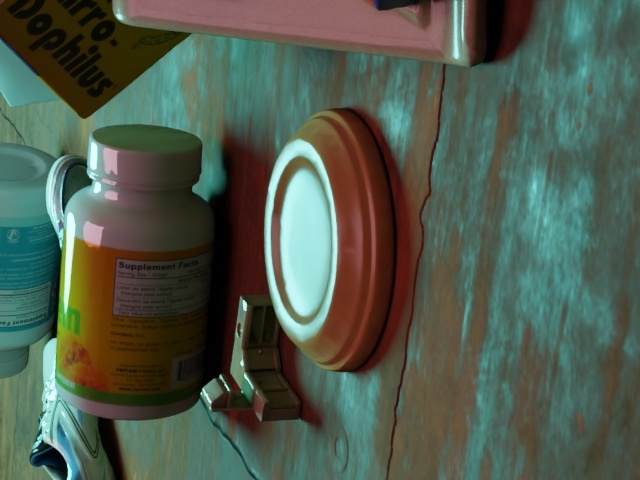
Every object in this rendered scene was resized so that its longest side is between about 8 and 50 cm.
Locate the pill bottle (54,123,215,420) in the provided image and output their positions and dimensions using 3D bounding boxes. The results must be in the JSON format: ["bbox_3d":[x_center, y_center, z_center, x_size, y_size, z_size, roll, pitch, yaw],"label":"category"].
[{"bbox_3d":[-0.166,0.026,1.716,0.136,0.136,0.245,-139,52,-62],"label":"pill bottle"}]

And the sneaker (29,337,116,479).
[{"bbox_3d":[-0.282,0.201,2.091,0.085,0.086,0.237,109,152,-44],"label":"sneaker"}]

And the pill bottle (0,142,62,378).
[{"bbox_3d":[-0.379,0.028,2.243,0.146,0.146,0.264,-125,40,-55],"label":"pill bottle"}]

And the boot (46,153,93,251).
[{"bbox_3d":[-0.238,-0.001,2.008,0.086,0.069,0.190,-9,91,61],"label":"boot"}]

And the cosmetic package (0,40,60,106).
[{"bbox_3d":[-0.333,-0.340,1.967,0.377,0.097,0.284,73,-173,-71],"label":"cosmetic package"}]

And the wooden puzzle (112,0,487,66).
[{"bbox_3d":[-0.038,-0.285,1.249,0.348,0.080,0.322,13,110,39],"label":"wooden puzzle"}]

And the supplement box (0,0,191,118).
[{"bbox_3d":[-0.252,-0.313,1.607,0.356,0.195,0.194,51,-179,29],"label":"supplement box"}]

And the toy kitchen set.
[{"bbox_3d":[-0.058,0.096,1.540,0.083,0.068,0.075,-129,43,-57],"label":"toy kitchen set"}]

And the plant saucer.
[{"bbox_3d":[0.000,0.000,1.433,0.200,0.037,0.200,178,90,-68],"label":"plant saucer"}]
